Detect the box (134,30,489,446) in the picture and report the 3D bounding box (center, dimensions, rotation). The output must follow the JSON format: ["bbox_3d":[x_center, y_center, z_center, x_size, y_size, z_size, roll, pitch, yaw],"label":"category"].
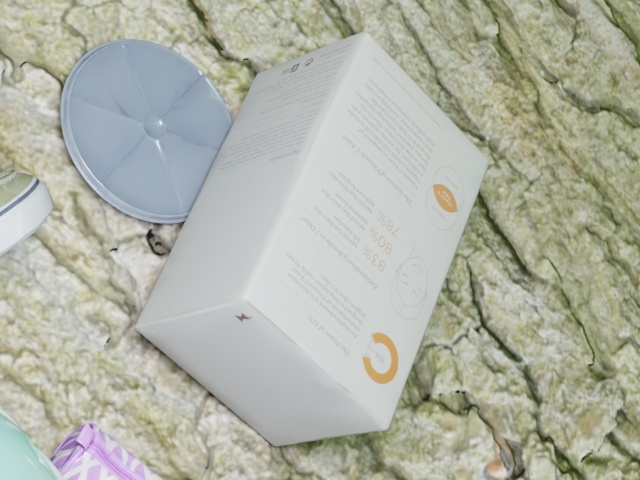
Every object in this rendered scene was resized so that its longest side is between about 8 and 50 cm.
[{"bbox_3d":[0.000,0.000,1.747,0.215,0.168,0.345,44,52,-28],"label":"box"}]

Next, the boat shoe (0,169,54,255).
[{"bbox_3d":[-0.340,-0.012,1.530,0.094,0.109,0.302,65,30,-10],"label":"boat shoe"}]

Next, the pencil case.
[{"bbox_3d":[-0.163,0.254,1.606,0.206,0.088,0.086,39,52,-16],"label":"pencil case"}]

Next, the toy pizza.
[{"bbox_3d":[-0.176,-0.109,1.774,0.201,0.032,0.201,14,64,-30],"label":"toy pizza"}]

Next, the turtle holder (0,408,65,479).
[{"bbox_3d":[-0.343,0.226,1.426,0.227,0.320,0.243,1,105,-49],"label":"turtle holder"}]
